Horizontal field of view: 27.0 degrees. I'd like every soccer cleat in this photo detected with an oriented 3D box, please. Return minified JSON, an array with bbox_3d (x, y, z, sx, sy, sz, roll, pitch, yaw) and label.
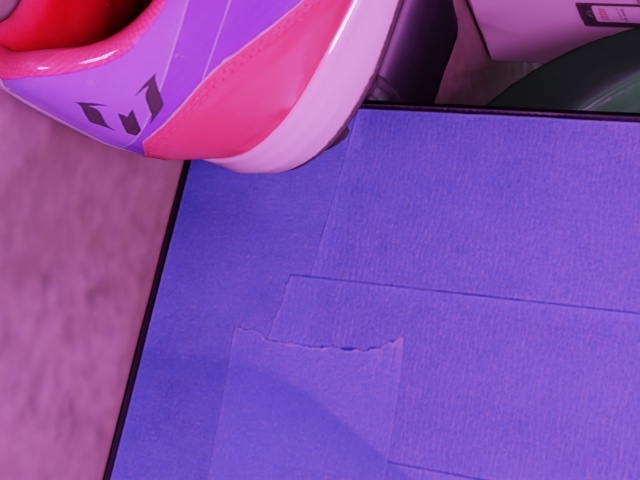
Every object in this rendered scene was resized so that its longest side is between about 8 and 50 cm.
[{"bbox_3d":[-0.010,-0.175,0.388,0.116,0.109,0.318,6,106,-47],"label":"soccer cleat"}]

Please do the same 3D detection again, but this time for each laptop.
[{"bbox_3d":[0.034,0.132,0.279,0.408,0.382,0.236,-32,122,-56],"label":"laptop"}]

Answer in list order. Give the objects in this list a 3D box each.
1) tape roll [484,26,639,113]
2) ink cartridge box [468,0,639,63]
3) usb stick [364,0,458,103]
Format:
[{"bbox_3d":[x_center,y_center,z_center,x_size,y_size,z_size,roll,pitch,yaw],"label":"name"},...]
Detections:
[{"bbox_3d":[0.182,0.059,0.642,0.077,0.321,0.321,-133,-142,-69],"label":"tape roll"},{"bbox_3d":[0.193,-0.171,0.707,0.086,0.203,0.148,57,47,-53],"label":"ink cartridge box"},{"bbox_3d":[0.000,0.000,0.548,0.077,0.045,0.278,63,42,-56],"label":"usb stick"}]
